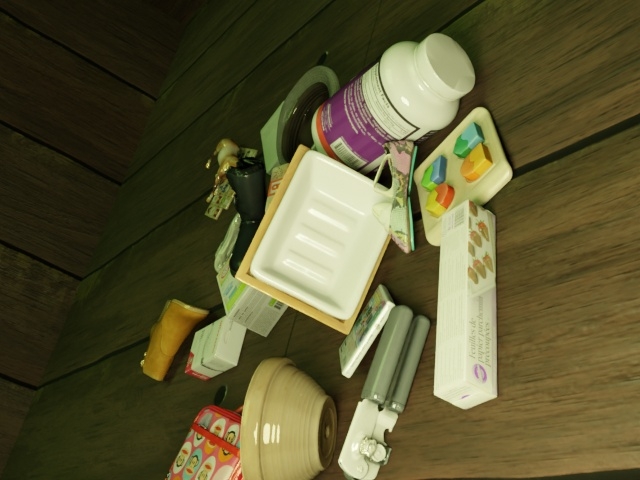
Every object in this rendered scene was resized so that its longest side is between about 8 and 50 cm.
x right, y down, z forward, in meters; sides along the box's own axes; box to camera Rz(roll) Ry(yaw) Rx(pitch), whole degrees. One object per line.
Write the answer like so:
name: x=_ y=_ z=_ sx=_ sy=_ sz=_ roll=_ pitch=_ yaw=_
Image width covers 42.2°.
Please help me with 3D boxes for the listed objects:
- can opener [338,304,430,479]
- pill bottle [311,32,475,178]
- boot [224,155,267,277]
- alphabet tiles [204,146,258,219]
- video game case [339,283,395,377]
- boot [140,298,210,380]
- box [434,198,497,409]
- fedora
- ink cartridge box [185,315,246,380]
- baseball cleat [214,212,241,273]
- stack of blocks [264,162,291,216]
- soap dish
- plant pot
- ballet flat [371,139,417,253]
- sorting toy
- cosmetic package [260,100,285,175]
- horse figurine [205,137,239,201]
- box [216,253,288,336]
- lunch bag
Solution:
can opener: x=0.091 y=0.236 z=1.291 sx=0.093 sy=0.074 sz=0.280 roll=-5 pitch=59 yaw=60
pill bottle: x=0.138 y=-0.258 z=1.593 sx=0.323 sy=0.181 sz=0.181 roll=-32 pitch=37 yaw=45
boot: x=-0.156 y=-0.054 z=1.772 sx=0.246 sy=0.094 sz=0.207 roll=-88 pitch=-8 yaw=-64
alphabet tiles: x=-0.277 y=-0.174 z=2.501 sx=0.237 sy=0.009 sz=0.198 roll=-62 pitch=25 yaw=-3
video game case: x=0.077 y=0.151 z=1.414 sx=0.143 sy=0.019 sz=0.157 roll=-58 pitch=4 yaw=6
boot: x=-0.383 y=0.263 z=2.155 sx=0.295 sy=0.104 sz=0.211 roll=-9 pitch=61 yaw=66
box: x=0.216 y=0.086 z=1.224 sx=0.067 sy=0.063 sz=0.324 roll=-38 pitch=33 yaw=43
fedora: x=0.007 y=-0.255 z=1.906 sx=0.244 sy=0.124 sz=0.275 roll=-48 pitch=35 yaw=30
ink cartridge box: x=-0.243 y=0.251 z=1.923 sx=0.150 sy=0.063 sz=0.109 roll=-31 pitch=38 yaw=47
baseball cleat: x=-0.223 y=-0.011 z=2.155 sx=0.206 sy=0.072 sz=0.109 roll=-57 pitch=18 yaw=0
stack of blocks: x=-0.025 y=-0.038 z=1.712 sx=0.171 sy=0.087 sz=0.297 roll=-15 pitch=48 yaw=26
soap dish: x=0.000 y=0.000 z=1.533 sx=0.291 sy=0.229 sz=0.118 roll=-65 pitch=7 yaw=-19
plant pot: x=-0.040 y=0.313 z=1.361 sx=0.109 sy=0.237 sz=0.237 roll=1 pitch=56 yaw=17
ballet flat: x=0.133 y=-0.080 z=1.497 sx=0.077 sy=0.079 sz=0.221 roll=83 pitch=-170 yaw=-69
sorting toy: x=0.234 y=-0.117 z=1.432 sx=0.193 sy=0.038 sz=0.208 roll=-47 pitch=29 yaw=28
cosmetic package: x=-0.084 y=-0.252 z=2.130 sx=0.117 sy=0.085 sz=0.231 roll=-49 pitch=29 yaw=24
horse figurine: x=-0.287 y=-0.232 z=2.493 sx=0.174 sy=0.066 sz=0.263 roll=-52 pitch=28 yaw=32
box: x=-0.150 y=0.105 z=1.854 sx=0.114 sy=0.103 sz=0.203 roll=-54 pitch=26 yaw=14
lunch bag: x=-0.175 y=0.426 z=1.560 sx=0.293 sy=0.120 sz=0.258 roll=-2 pitch=58 yaw=62
